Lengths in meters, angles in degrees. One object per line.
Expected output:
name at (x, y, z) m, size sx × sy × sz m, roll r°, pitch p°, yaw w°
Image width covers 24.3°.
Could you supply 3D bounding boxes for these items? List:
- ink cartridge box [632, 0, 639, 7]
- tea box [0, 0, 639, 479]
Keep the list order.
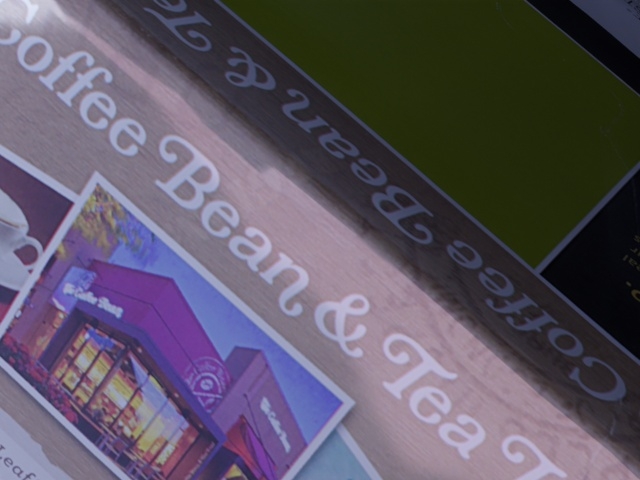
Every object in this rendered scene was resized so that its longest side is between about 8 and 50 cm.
ink cartridge box at (0.113, -0.186, 0.671) m, size 0.239 × 0.060 × 0.275 m, roll -33°, pitch 91°, yaw 31°
tea box at (0.010, 0.008, 0.570) m, size 0.329 × 0.323 × 0.220 m, roll 42°, pitch 120°, yaw 9°
